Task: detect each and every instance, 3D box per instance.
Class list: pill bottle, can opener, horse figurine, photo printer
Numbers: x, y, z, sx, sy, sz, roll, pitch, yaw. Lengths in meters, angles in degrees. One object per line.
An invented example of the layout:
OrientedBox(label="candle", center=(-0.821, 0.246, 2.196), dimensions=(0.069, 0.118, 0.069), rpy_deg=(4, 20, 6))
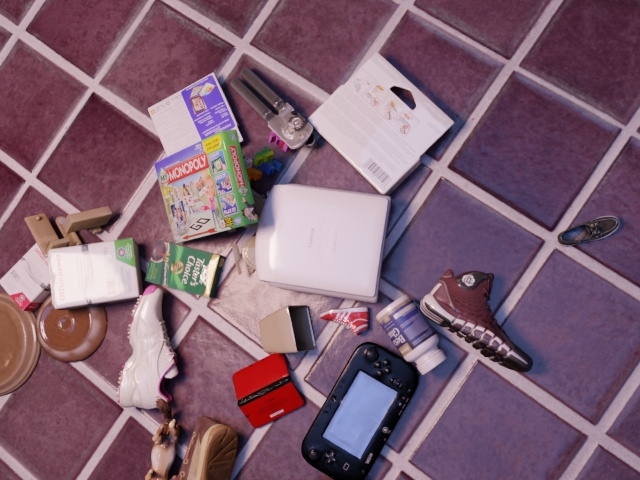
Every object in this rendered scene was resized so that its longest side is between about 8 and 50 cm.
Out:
OrientedBox(label="pill bottle", center=(0.210, 0.217, 1.516), dimensions=(0.094, 0.094, 0.169), rpy_deg=(-37, 77, 5))
OrientedBox(label="can opener", center=(-0.114, -0.324, 1.678), dimensions=(0.076, 0.095, 0.283), rpy_deg=(-45, 63, 4))
OrientedBox(label="horse figurine", center=(-0.380, 0.510, 1.585), dimensions=(0.066, 0.174, 0.264), rpy_deg=(9, 75, -6))
OrientedBox(label="photo printer", center=(0.000, 0.000, 1.573), dimensions=(0.307, 0.107, 0.256), rpy_deg=(9, 84, 8))

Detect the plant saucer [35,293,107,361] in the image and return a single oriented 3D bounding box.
OrientedBox(label="plant saucer", center=(-0.653, 0.215, 1.723), dimensions=(0.198, 0.036, 0.199), rpy_deg=(-1, 81, 6))

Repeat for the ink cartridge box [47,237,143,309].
OrientedBox(label="ink cartridge box", center=(-0.562, 0.086, 1.675), dimensions=(0.208, 0.087, 0.153), rpy_deg=(-7, 81, -7))

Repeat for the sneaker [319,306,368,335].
OrientedBox(label="sneaker", center=(0.057, 0.195, 1.579), dimensions=(0.118, 0.042, 0.067), rpy_deg=(-7, 78, 9))

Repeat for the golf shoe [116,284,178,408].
OrientedBox(label="golf shoe", center=(-0.408, 0.266, 1.645), dimensions=(0.140, 0.115, 0.307), rpy_deg=(10, 91, 3))

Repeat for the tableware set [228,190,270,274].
OrientedBox(label="tableware set", center=(-0.163, -0.020, 1.656), dimensions=(0.128, 0.039, 0.194), rpy_deg=(-13, 85, -6))

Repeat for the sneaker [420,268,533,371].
OrientedBox(label="sneaker", center=(0.377, 0.160, 1.489), dimensions=(0.281, 0.106, 0.163), rpy_deg=(34, 74, 3))

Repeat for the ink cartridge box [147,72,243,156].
OrientedBox(label="ink cartridge box", center=(-0.320, -0.296, 1.723), dimensions=(0.206, 0.045, 0.208), rpy_deg=(-26, 77, 8))

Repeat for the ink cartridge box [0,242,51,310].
OrientedBox(label="ink cartridge box", center=(-0.748, 0.095, 1.753), dimensions=(0.150, 0.063, 0.109), rpy_deg=(-45, 77, 2))

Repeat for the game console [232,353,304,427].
OrientedBox(label="game console", center=(-0.126, 0.361, 1.611), dimensions=(0.144, 0.085, 0.124), rpy_deg=(-28, 109, 8))

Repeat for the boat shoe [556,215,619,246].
OrientedBox(label="boat shoe", center=(0.602, -0.020, 1.492), dimensions=(0.142, 0.040, 0.049), rpy_deg=(-20, 79, 9))

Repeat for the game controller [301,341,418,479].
OrientedBox(label="game controller", center=(0.091, 0.398, 1.533), dimensions=(0.166, 0.067, 0.319), rpy_deg=(30, 90, 14))

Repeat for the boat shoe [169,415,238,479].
OrientedBox(label="boat shoe", center=(-0.296, 0.588, 1.579), dimensions=(0.123, 0.123, 0.342), rpy_deg=(15, 93, 43))

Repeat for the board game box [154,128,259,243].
OrientedBox(label="board game box", center=(-0.277, -0.118, 1.576), dimensions=(0.317, 0.046, 0.214), rpy_deg=(-12, 94, 49))

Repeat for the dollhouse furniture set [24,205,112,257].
OrientedBox(label="dollhouse furniture set", center=(-0.649, -0.062, 1.712), dimensions=(0.123, 0.144, 0.151), rpy_deg=(56, 132, 13))

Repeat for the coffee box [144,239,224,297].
OrientedBox(label="coffee box", center=(-0.342, 0.071, 1.681), dimensions=(0.184, 0.040, 0.113), rpy_deg=(14, 86, 14))

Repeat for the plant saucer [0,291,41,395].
OrientedBox(label="plant saucer", center=(-0.874, 0.276, 1.769), dimensions=(0.277, 0.041, 0.278), rpy_deg=(-2, 83, 12))

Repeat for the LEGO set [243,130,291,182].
OrientedBox(label="LEGO set", center=(-0.168, -0.203, 1.623), dimensions=(0.093, 0.227, 0.087), rpy_deg=(38, 130, 19))

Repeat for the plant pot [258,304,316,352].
OrientedBox(label="plant pot", center=(-0.084, 0.217, 1.579), dimensions=(0.096, 0.109, 0.109), rpy_deg=(-16, 80, 22))

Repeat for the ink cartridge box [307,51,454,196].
OrientedBox(label="ink cartridge box", center=(0.145, -0.281, 1.616), dimensions=(0.239, 0.060, 0.275), rpy_deg=(-44, 76, 2))
